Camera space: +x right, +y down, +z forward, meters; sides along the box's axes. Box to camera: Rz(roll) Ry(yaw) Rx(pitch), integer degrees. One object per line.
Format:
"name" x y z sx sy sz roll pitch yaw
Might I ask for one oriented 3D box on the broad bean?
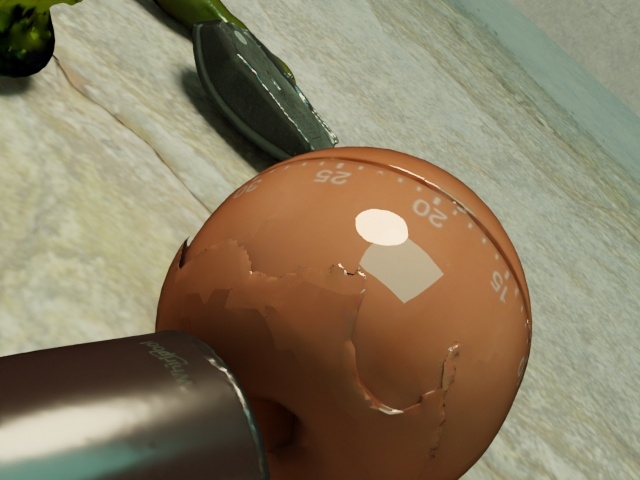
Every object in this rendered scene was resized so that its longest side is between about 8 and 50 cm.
"broad bean" -0.121 -0.252 0.920 0.325 0.067 0.075 43 17 -1

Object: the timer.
"timer" 0.016 0.056 0.508 0.229 0.229 0.215 42 39 4

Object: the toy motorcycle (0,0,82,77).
"toy motorcycle" -0.347 -0.222 0.564 0.342 0.142 0.206 -7 92 -52

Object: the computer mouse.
"computer mouse" -0.062 -0.139 0.838 0.231 0.071 0.126 51 18 -1

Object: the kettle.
"kettle" -0.167 0.106 0.336 0.232 0.144 0.202 0 30 -43
